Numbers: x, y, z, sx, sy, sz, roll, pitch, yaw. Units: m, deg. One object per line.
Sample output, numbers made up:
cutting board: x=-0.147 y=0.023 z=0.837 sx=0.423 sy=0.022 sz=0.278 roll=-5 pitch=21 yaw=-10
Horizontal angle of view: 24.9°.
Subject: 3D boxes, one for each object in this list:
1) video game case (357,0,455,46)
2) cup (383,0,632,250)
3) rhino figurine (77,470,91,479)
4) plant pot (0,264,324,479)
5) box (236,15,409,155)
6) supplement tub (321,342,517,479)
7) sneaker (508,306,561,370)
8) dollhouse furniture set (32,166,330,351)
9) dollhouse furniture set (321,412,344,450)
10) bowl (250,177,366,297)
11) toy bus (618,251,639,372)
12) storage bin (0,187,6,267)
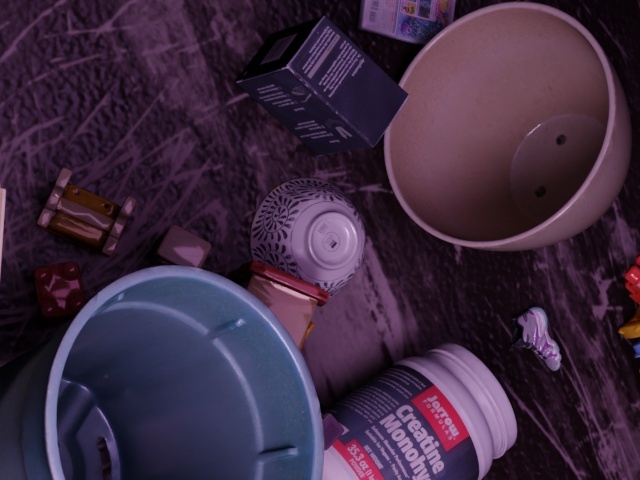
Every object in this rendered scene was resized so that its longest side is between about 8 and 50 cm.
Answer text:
video game case: x=0.125 y=-0.354 z=2.007 sx=0.143 sy=0.019 sz=0.157 roll=10 pitch=84 yaw=-27
cup: x=0.285 y=-0.124 z=1.952 sx=0.237 sy=0.331 sz=0.331 roll=24 pitch=78 yaw=-54
rhino figurine: x=-0.379 y=0.307 z=1.715 sx=0.243 sy=0.073 sz=0.106 roll=6 pitch=91 yaw=-31
plant pot: x=-0.230 y=0.228 z=1.571 sx=0.341 sy=0.334 sz=0.341 roll=14 pitch=68 yaw=-37
box: x=0.001 y=-0.196 z=1.867 sx=0.158 sy=0.156 sz=0.093 roll=42 pitch=71 yaw=-21
supplement tub: x=0.102 y=0.272 z=1.896 sx=0.272 sy=0.191 sz=0.191 roll=-31 pitch=103 yaw=-23
sneaker: x=0.303 y=0.151 z=2.086 sx=0.069 sy=0.038 sz=0.098 roll=-23 pitch=90 yaw=-24
dollhouse furniture set: x=-0.195 y=0.087 z=1.795 sx=0.374 sy=0.152 sz=0.201 roll=25 pitch=79 yaw=-7
dollhouse furniture set: x=-0.051 y=0.232 z=1.777 sx=0.114 sy=0.081 sz=0.091 roll=-46 pitch=131 yaw=-10
bowl: x=0.000 y=0.000 z=1.908 sx=0.170 sy=0.080 sz=0.170 roll=0 pitch=89 yaw=-28
toy bus: x=0.521 y=0.124 z=2.146 sx=0.211 sy=0.149 sz=0.220 roll=37 pitch=76 yaw=-8
storage bin: x=-0.444 y=0.036 z=1.581 sx=0.123 sy=0.262 sz=0.260 roll=4 pitch=88 yaw=-28
